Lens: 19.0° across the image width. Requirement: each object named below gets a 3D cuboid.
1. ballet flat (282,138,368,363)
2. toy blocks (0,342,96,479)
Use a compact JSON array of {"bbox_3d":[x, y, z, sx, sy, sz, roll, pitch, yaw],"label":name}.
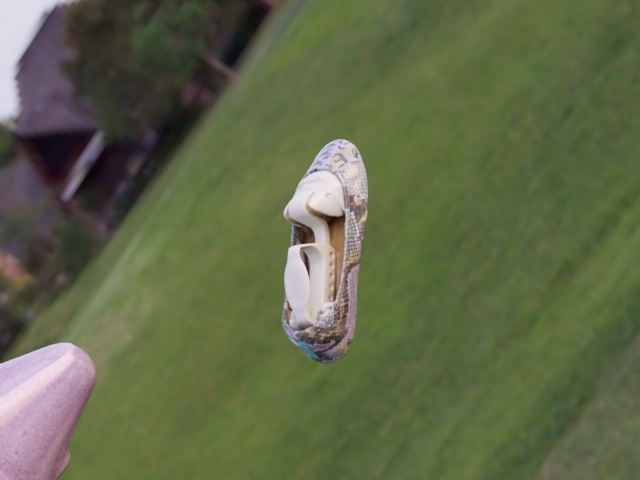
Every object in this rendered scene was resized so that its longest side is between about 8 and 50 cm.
[{"bbox_3d":[0.000,0.000,0.908,0.041,0.041,0.114,129,146,-66],"label":"ballet flat"},{"bbox_3d":[-0.176,0.102,0.557,0.260,0.288,0.309,-44,26,-2],"label":"toy blocks"}]
